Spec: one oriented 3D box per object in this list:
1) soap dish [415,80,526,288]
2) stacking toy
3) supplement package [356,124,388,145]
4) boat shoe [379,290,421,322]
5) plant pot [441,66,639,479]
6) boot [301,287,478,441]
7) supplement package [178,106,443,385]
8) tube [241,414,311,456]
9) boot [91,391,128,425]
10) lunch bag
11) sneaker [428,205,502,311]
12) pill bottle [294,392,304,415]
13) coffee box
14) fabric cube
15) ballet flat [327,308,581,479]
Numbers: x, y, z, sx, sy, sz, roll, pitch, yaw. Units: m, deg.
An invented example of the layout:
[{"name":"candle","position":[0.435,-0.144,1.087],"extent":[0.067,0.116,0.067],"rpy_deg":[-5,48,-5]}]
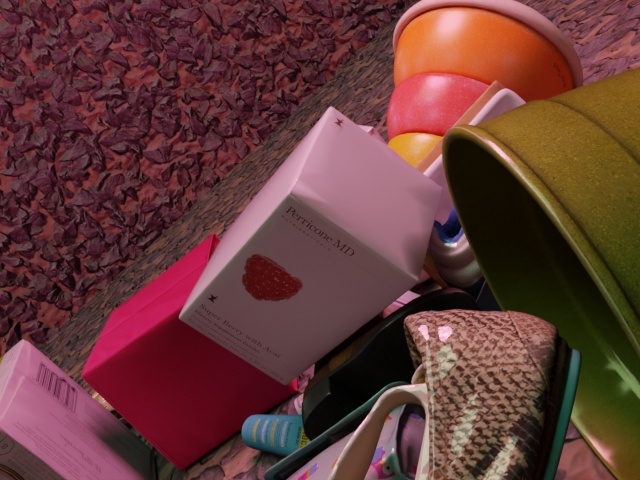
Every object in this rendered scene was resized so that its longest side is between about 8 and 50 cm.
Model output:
[{"name":"soap dish","position":[0.237,-0.051,1.047],"extent":[0.291,0.229,0.118],"rpy_deg":[-47,3,-20]},{"name":"stacking toy","position":[0.215,-0.146,1.255],"extent":[0.350,0.350,0.480],"rpy_deg":[-7,53,58]},{"name":"supplement package","position":[0.047,-0.073,1.467],"extent":[0.262,0.204,0.145],"rpy_deg":[-42,18,-4]},{"name":"boat shoe","position":[0.105,0.128,1.038],"extent":[0.094,0.109,0.302],"rpy_deg":[-32,16,-26]},{"name":"plant pot","position":[0.345,-0.014,0.612],"extent":[0.353,0.366,0.366],"rpy_deg":[-28,19,0]},{"name":"boot","position":[0.079,0.107,0.958],"extent":[0.264,0.096,0.280],"rpy_deg":[-51,13,19]},{"name":"supplement package","position":[-0.017,0.017,0.909],"extent":[0.293,0.177,0.175],"rpy_deg":[-45,15,43]},{"name":"tube","position":[-0.039,0.286,1.069],"extent":[0.207,0.052,0.080],"rpy_deg":[-13,66,50]},{"name":"boot","position":[-0.407,0.360,1.547],"extent":[0.262,0.095,0.203],"rpy_deg":[-40,19,-13]},{"name":"lunch bag","position":[0.047,0.272,0.772],"extent":[0.223,0.160,0.262],"rpy_deg":[-39,0,15]},{"name":"sneaker","position":[0.285,-0.034,0.866],"extent":[0.323,0.236,0.130],"rpy_deg":[-38,19,12]},{"name":"pill bottle","position":[0.005,0.236,1.102],"extent":[0.083,0.043,0.043],"rpy_deg":[-36,19,12]},{"name":"coffee box","position":[-0.496,0.430,1.172],"extent":[0.334,0.338,0.338],"rpy_deg":[-42,19,-3]},{"name":"fabric cube","position":[-0.219,0.191,1.308],"extent":[0.258,0.254,0.259],"rpy_deg":[-37,19,11]},{"name":"ballet flat","position":[0.067,0.271,0.503],"extent":[0.182,0.164,0.483],"rpy_deg":[8,66,12]}]
